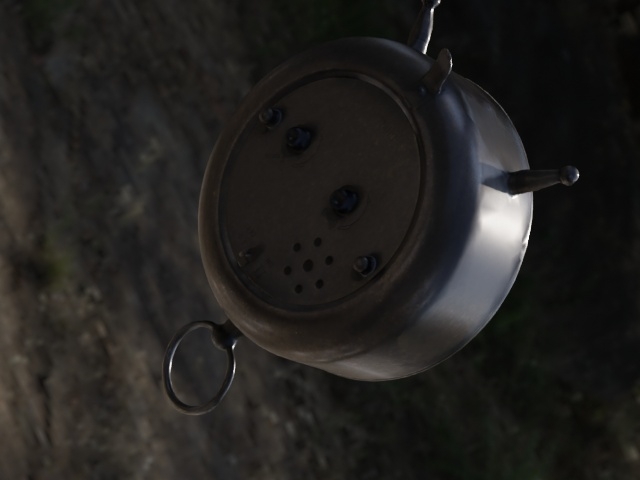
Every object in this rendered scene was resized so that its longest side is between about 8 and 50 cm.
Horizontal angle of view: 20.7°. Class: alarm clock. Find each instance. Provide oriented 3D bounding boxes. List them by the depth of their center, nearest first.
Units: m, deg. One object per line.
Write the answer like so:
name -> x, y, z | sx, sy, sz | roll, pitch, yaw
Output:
alarm clock -> 0.000, 0.000, 0.689 | 0.064, 0.192, 0.129 | 17, 32, -52
